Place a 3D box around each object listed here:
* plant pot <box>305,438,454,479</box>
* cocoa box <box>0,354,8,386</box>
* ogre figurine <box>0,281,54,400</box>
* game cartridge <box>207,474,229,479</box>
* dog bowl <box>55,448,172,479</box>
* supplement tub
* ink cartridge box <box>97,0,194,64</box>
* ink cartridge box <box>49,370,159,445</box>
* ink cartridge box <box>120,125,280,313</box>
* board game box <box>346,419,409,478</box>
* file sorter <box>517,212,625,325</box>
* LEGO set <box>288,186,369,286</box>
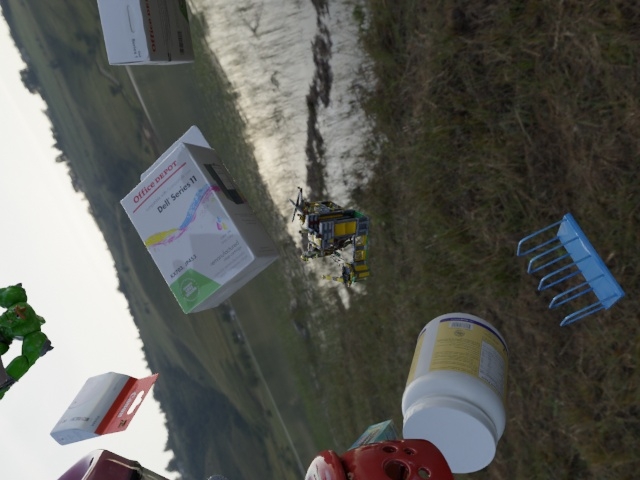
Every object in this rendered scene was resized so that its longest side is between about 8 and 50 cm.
[{"bbox_3d":[0.071,0.365,0.708,0.191,0.173,0.191,-173,90,-76],"label":"plant pot"},{"bbox_3d":[-0.600,0.121,0.588,0.231,0.346,0.228,-50,-50,-74],"label":"cocoa box"},{"bbox_3d":[-0.530,0.150,0.884,0.197,0.118,0.097,47,157,33],"label":"ogre figurine"},{"bbox_3d":[-0.118,0.633,1.128,0.297,0.062,0.198,28,144,23],"label":"game cartridge"},{"bbox_3d":[-0.292,0.391,0.520,0.150,0.408,0.408,46,170,-7],"label":"dog bowl"},{"bbox_3d":[0.333,0.363,1.303,0.331,0.240,0.241,-57,-46,-54],"label":"supplement tub"},{"bbox_3d":[-0.350,-0.442,1.080,0.219,0.092,0.161,-58,-35,-69],"label":"ink cartridge box"},{"bbox_3d":[-0.551,0.414,1.357,0.066,0.232,0.189,55,-152,-22],"label":"ink cartridge box"},{"bbox_3d":[-0.268,-0.054,1.098,0.354,0.207,0.119,56,-160,12],"label":"ink cartridge box"},{"bbox_3d":[0.164,0.629,1.353,0.254,0.079,0.336,70,-165,11],"label":"board game box"},{"bbox_3d":[0.457,0.061,0.990,0.170,0.104,0.118,66,-171,23],"label":"file sorter"},{"bbox_3d":[0.000,0.000,1.630,0.331,0.192,0.255,44,134,50],"label":"LEGO set"}]
